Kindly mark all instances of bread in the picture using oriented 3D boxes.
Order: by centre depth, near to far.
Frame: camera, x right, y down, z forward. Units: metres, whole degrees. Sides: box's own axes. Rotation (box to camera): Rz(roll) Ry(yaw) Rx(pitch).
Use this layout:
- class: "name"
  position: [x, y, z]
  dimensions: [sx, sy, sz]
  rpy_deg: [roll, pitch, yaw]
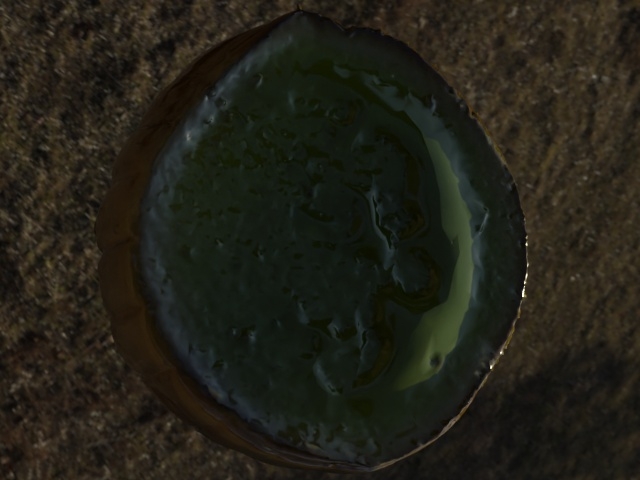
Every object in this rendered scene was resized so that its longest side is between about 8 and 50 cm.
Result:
- class: "bread"
  position: [0.000, 0.000, 0.467]
  dimensions: [0.236, 0.070, 0.236]
  rpy_deg: [5, 79, -24]
